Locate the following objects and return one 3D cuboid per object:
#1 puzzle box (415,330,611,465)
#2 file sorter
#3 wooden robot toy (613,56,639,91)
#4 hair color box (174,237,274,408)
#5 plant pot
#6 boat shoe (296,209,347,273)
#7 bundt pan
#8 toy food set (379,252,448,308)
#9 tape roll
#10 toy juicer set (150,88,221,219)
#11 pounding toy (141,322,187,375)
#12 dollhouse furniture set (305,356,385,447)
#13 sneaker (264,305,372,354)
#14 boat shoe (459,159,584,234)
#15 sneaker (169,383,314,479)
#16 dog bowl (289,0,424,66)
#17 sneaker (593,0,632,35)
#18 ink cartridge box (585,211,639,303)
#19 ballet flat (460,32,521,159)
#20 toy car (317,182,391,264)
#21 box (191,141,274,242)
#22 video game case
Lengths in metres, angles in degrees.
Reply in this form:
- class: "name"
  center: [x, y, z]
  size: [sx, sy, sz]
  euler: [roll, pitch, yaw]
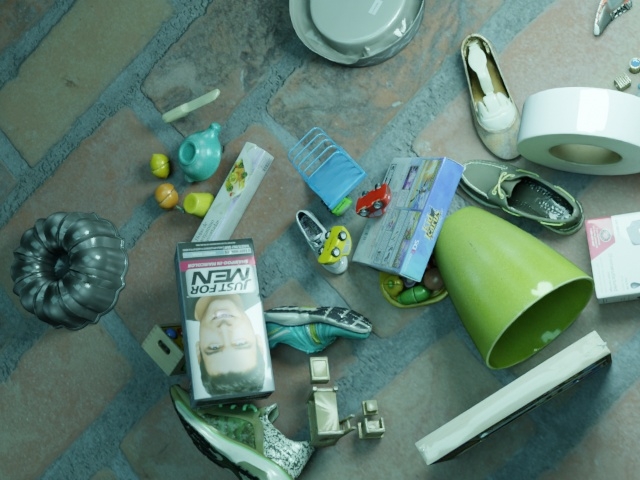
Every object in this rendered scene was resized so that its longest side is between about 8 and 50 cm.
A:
- class: "puzzle box"
  center: [0.398, 0.322, 1.692]
  size: [0.409, 0.272, 0.052]
  euler: [-35, 69, 10]
- class: "file sorter"
  center: [0.009, -0.177, 1.992]
  size: [0.118, 0.104, 0.170]
  euler: [-45, 34, 6]
- class: "wooden robot toy"
  center: [0.726, -0.389, 1.834]
  size: [0.173, 0.079, 0.076]
  euler: [-17, 73, 15]
- class: "hair color box"
  center: [-0.230, 0.190, 1.970]
  size: [0.186, 0.113, 0.374]
  euler: [-4, 70, -15]
- class: "plant pot"
  center: [0.373, 0.071, 1.778]
  size: [0.275, 0.275, 0.293]
  euler: [-41, 59, 7]
- class: "boat shoe"
  center: [0.000, 0.000, 2.019]
  size: [0.066, 0.063, 0.184]
  euler: [-33, 69, 11]
- class: "bundt pan"
  center: [-0.681, 0.068, 2.219]
  size: [0.331, 0.124, 0.330]
  euler: [-5, 76, 19]
- class: "toy food set"
  center: [0.232, 0.079, 1.913]
  size: [0.218, 0.071, 0.128]
  euler: [-14, 74, 16]
- class: "tape roll"
  center: [0.556, -0.222, 1.750]
  size: [0.286, 0.286, 0.100]
  euler: [7, 81, 21]
- class: "toy juicer set"
  center: [-0.344, -0.224, 2.188]
  size: [0.209, 0.089, 0.328]
  euler: [6, 88, 34]
- class: "pounding toy"
  center: [-0.331, 0.263, 2.056]
  size: [0.141, 0.130, 0.100]
  euler: [42, 106, 23]
- class: "dollhouse furniture set"
  center: [0.052, 0.370, 1.927]
  size: [0.161, 0.101, 0.181]
  euler: [1, 60, -13]
- class: "sneaker"
  center: [-0.007, 0.213, 1.972]
  size: [0.275, 0.107, 0.109]
  euler: [0, 98, 25]
- class: "boat shoe"
  center: [0.439, -0.110, 1.869]
  size: [0.305, 0.091, 0.109]
  euler: [28, 88, 23]
- class: "sneaker"
  center: [-0.182, 0.445, 1.976]
  size: [0.410, 0.158, 0.182]
  euler: [32, 59, 25]
- class: "dog bowl"
  center: [0.102, -0.592, 2.093]
  size: [0.349, 0.102, 0.348]
  euler: [-4, 78, 19]
- class: "sneaker"
  center: [0.668, -0.532, 1.899]
  size: [0.065, 0.061, 0.157]
  euler: [25, 88, 16]
- class: "ink cartridge box"
  center: [0.685, 0.029, 1.744]
  size: [0.237, 0.100, 0.171]
  euler: [-9, 75, 18]
- class: "ballet flat"
  center: [0.385, -0.337, 1.931]
  size: [0.108, 0.106, 0.315]
  euler: [-21, 72, 14]
- class: "toy car"
  center: [0.064, -0.066, 1.977]
  size: [0.239, 0.053, 0.225]
  euler: [-49, 32, 12]
- class: "box"
  center: [-0.227, -0.091, 2.121]
  size: [0.063, 0.067, 0.324]
  euler: [28, 90, 24]
- class: "video game case"
  center: [0.192, -0.054, 1.884]
  size: [0.061, 0.244, 0.269]
  euler: [23, 86, -22]
